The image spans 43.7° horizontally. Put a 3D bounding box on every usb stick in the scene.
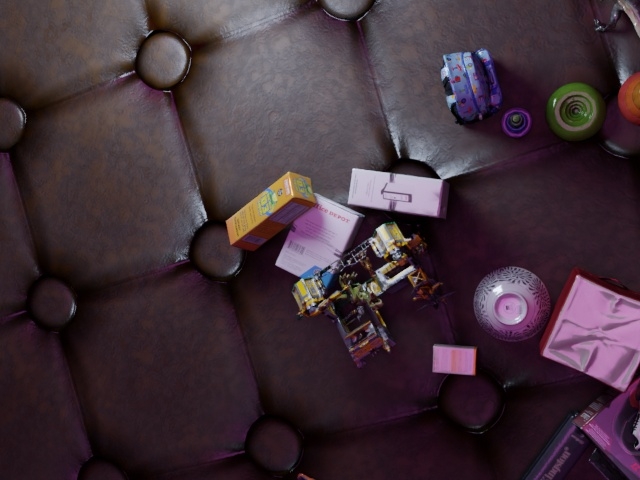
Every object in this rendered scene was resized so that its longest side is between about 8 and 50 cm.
[{"bbox_3d":[0.512,0.502,1.771,0.077,0.045,0.278,35,101,12],"label":"usb stick"}]

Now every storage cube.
[{"bbox_3d":[0.578,0.182,1.662,0.184,0.193,0.215,25,98,13],"label":"storage cube"}]

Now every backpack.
[{"bbox_3d":[0.323,-0.337,1.719,0.117,0.173,0.158,-15,88,16],"label":"backpack"}]

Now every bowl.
[{"bbox_3d":[0.420,0.146,1.762,0.170,0.080,0.170,1,94,16],"label":"bowl"}]

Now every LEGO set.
[{"bbox_3d":[0.122,0.137,1.753,0.331,0.255,0.192,-30,57,4],"label":"LEGO set"}]

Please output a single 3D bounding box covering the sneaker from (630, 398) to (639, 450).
[{"bbox_3d":[0.641,0.368,1.588,0.044,0.040,0.109,-3,84,10],"label":"sneaker"}]

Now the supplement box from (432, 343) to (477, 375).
[{"bbox_3d":[0.307,0.271,1.822,0.099,0.036,0.062,3,94,15],"label":"supplement box"}]

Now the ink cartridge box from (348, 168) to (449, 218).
[{"bbox_3d":[0.179,-0.104,1.783,0.203,0.148,0.085,8,93,14],"label":"ink cartridge box"}]

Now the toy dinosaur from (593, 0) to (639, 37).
[{"bbox_3d":[0.635,-0.504,1.685,0.118,0.064,0.268,-13,92,9],"label":"toy dinosaur"}]

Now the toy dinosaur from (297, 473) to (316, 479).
[{"bbox_3d":[-0.015,0.592,1.937,0.090,0.047,0.082,-32,73,-18],"label":"toy dinosaur"}]

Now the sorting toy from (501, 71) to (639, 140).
[{"bbox_3d":[0.565,-0.281,1.679,0.366,0.126,0.127,-9,90,15],"label":"sorting toy"}]

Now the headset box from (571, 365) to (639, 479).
[{"bbox_3d":[0.691,0.387,1.657,0.293,0.110,0.218,-42,81,2],"label":"headset box"}]

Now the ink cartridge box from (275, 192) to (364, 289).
[{"bbox_3d":[0.000,0.000,1.872,0.140,0.082,0.190,26,97,13],"label":"ink cartridge box"}]

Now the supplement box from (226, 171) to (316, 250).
[{"bbox_3d":[-0.117,-0.065,1.858,0.233,0.080,0.078,-34,55,32],"label":"supplement box"}]
